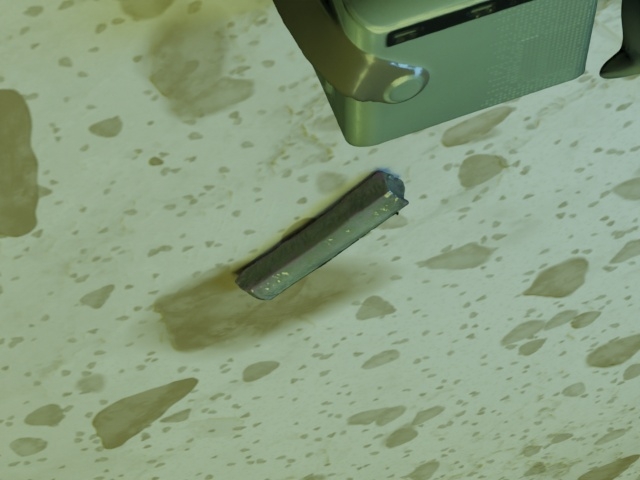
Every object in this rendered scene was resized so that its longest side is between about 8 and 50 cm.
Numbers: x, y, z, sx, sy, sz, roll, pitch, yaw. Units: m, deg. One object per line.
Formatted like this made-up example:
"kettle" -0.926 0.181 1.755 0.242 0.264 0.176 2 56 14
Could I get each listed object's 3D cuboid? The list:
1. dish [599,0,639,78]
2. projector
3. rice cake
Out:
"dish" 0.312 -0.222 1.449 0.228 0.236 0.086 -25 114 17
"projector" 0.081 -0.190 1.349 0.242 0.163 0.177 -19 151 -10
"rice cake" 0.000 0.000 1.751 0.206 0.036 0.047 -36 135 28
